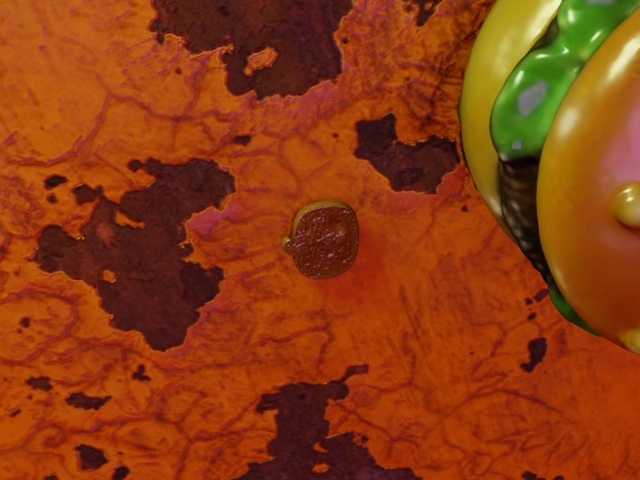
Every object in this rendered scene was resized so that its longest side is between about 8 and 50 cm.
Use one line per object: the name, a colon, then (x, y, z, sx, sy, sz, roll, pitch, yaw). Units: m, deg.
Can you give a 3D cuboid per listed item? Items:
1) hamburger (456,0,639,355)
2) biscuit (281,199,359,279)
hamburger: (0.328, -0.099, 1.085, 0.395, 0.277, 0.396, -8, 118, -15)
biscuit: (0.000, 0.000, 1.240, 0.078, 0.015, 0.091, -6, 126, -13)
